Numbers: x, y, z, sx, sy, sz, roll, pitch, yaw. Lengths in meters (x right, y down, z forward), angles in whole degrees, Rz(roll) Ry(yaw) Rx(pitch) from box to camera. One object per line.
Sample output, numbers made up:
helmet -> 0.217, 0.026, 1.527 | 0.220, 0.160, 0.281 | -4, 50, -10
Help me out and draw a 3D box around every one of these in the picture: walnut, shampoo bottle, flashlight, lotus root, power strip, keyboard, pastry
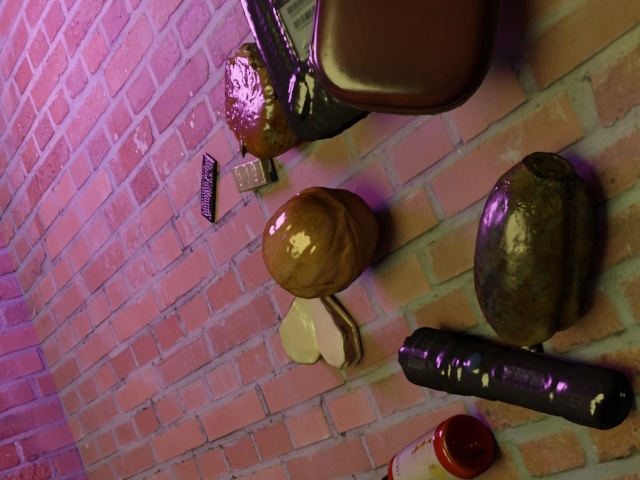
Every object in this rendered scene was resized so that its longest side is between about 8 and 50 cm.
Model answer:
walnut -> 0.000, 0.000, 1.842 | 0.195, 0.195, 0.221 | 62, 149, 18
shampoo bottle -> 0.185, 0.391, 1.823 | 0.104, 0.104, 0.278 | 62, 145, 17
flashlight -> 0.283, 0.207, 1.609 | 0.424, 0.103, 0.103 | 7, 109, 55
lotus root -> 0.289, 0.015, 1.467 | 0.160, 0.152, 0.274 | 40, 133, 53
power strip -> -0.133, -0.133, 2.128 | 0.123, 0.032, 0.056 | -12, 95, 56
keyboard -> -0.246, -0.114, 2.321 | 0.053, 0.010, 0.155 | 38, 133, 43
pastry -> -0.101, -0.261, 1.965 | 0.229, 0.100, 0.218 | 0, 100, 61

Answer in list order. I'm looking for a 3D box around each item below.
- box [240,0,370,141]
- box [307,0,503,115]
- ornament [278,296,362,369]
box -> 0.029, -0.364, 1.634 | 0.359, 0.091, 0.350 | -29, 80, 43
box -> 0.122, -0.373, 1.444 | 0.263, 0.108, 0.403 | 9, 96, 17
ornament -> -0.005, 0.157, 2.050 | 0.201, 0.059, 0.180 | 0, 103, 53
